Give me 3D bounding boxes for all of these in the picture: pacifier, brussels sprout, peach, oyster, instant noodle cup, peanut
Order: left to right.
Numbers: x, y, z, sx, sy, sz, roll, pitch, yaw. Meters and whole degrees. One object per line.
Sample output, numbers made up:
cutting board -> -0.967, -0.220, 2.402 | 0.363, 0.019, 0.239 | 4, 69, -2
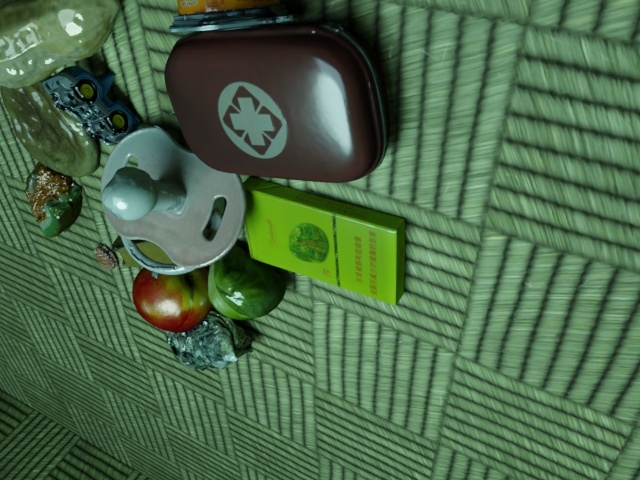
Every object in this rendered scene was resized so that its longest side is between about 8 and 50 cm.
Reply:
peanut -> -0.489, -0.380, 1.089 | 0.313, 0.149, 0.149 | -14, 118, 23
pacifier -> -0.300, -0.083, 1.159 | 0.332, 0.220, 0.273 | 25, 153, 17
peach -> -0.349, 0.131, 1.433 | 0.190, 0.190, 0.192 | 44, 135, -4
oyster -> -0.284, 0.261, 1.547 | 0.162, 0.158, 0.351 | 22, 166, -34
instant noodle cup -> -0.134, -0.367, 0.852 | 0.208, 0.177, 0.125 | 0, 114, 15
brussels sprout -> -0.168, 0.093, 1.292 | 0.183, 0.145, 0.131 | 28, 144, 12

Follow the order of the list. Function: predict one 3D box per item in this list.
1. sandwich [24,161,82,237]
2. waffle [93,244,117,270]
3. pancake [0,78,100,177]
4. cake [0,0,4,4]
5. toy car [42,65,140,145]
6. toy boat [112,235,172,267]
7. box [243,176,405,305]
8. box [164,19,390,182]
sandwich -> -0.697, -0.099, 1.549 | 0.160, 0.109, 0.185 | 42, 139, -6
waffle -> -0.592, 0.048, 1.663 | 0.075, 0.029, 0.083 | 40, 143, 5
pancake -> -0.630, -0.264, 1.395 | 0.295, 0.049, 0.294 | 22, 138, 21
cake -> -0.695, -0.478, 1.171 | 0.262, 0.158, 0.159 | 36, 135, 7
toy car -> -0.448, -0.279, 1.217 | 0.097, 0.100, 0.191 | -3, 144, 38
toy boat -> -0.319, -0.008, 1.341 | 0.321, 0.121, 0.089 | -10, 120, 26
box -> 0.000, 0.000, 1.162 | 0.335, 0.047, 0.187 | 16, 134, 24
box -> -0.079, -0.217, 0.977 | 0.404, 0.108, 0.263 | 9, 130, 32
